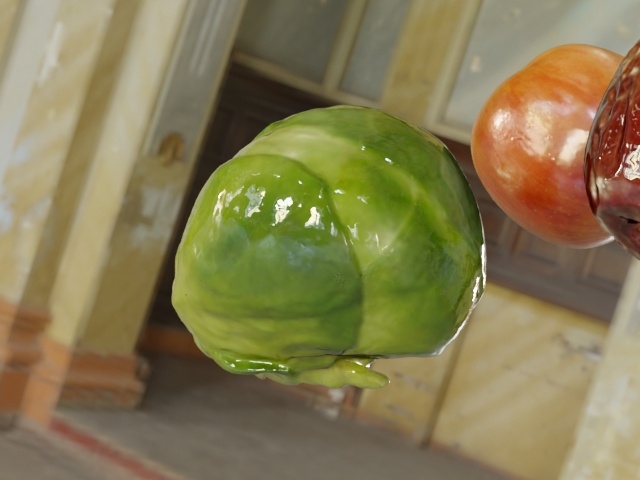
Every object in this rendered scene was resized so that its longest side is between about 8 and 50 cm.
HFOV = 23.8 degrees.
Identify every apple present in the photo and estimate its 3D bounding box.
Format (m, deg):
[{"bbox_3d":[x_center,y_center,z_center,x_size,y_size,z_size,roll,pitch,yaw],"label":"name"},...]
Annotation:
[{"bbox_3d":[0.312,-0.125,1.869,0.241,0.242,0.242,41,13,28],"label":"apple"}]

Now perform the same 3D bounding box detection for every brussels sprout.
[{"bbox_3d":[0.000,0.000,1.764,0.371,0.276,0.315,-13,-49,24],"label":"brussels sprout"}]

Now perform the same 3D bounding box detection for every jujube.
[{"bbox_3d":[0.326,-0.093,1.305,0.183,0.243,0.183,29,-20,12],"label":"jujube"}]
